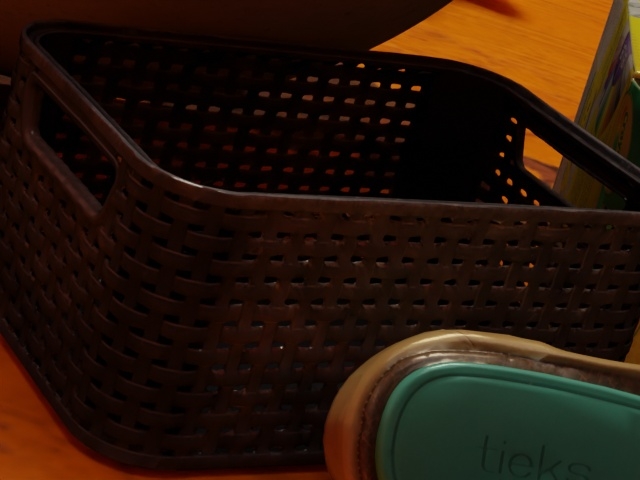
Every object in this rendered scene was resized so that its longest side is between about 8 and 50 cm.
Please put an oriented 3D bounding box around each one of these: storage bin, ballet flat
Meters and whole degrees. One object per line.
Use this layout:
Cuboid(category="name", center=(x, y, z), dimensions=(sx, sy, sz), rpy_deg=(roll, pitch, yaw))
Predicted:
Cuboid(category="storage bin", center=(0.000, 0.000, 0.557), dimensions=(0.180, 0.084, 0.122), rpy_deg=(3, 25, -33))
Cuboid(category="ballet flat", center=(0.113, 0.069, 0.492), dimensions=(0.232, 0.080, 0.073), rpy_deg=(16, -8, -7))

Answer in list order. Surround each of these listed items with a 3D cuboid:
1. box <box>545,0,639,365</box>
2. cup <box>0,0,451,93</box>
Cuboid(category="box", center=(0.113, -0.026, 0.672), dimensions=(0.043, 0.105, 0.179), rpy_deg=(17, 22, 3))
Cuboid(category="cup", center=(-0.024, -0.191, 0.613), dimensions=(0.331, 0.331, 0.237), rpy_deg=(6, 12, -25))
